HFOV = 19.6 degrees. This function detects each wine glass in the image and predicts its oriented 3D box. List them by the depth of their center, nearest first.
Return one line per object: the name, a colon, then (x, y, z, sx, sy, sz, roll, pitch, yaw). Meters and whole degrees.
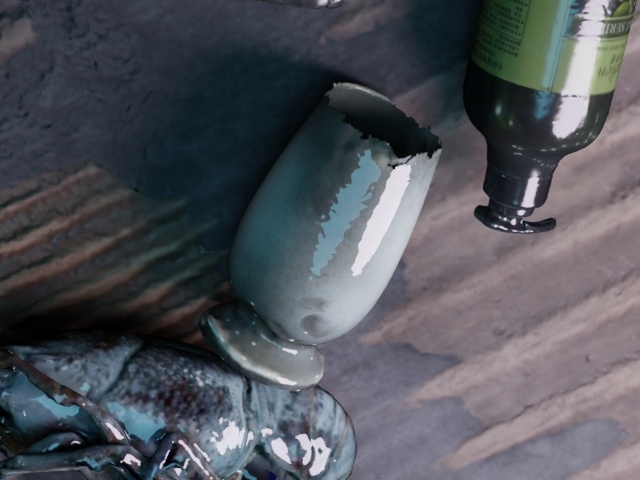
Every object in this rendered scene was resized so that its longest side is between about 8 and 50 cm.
wine glass: (0.000, 0.000, 1.271, 0.111, 0.111, 0.204, 24, 111, -14)

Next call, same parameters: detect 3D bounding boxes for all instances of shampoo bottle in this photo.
shampoo bottle: (0.153, -0.135, 1.233, 0.101, 0.101, 0.284, 8, 113, -8)

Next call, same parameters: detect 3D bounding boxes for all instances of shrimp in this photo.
shrimp: (-0.148, 0.140, 1.287, 0.372, 0.172, 0.137, 4, 118, -15)

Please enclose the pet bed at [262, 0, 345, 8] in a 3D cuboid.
pet bed: (-0.063, -0.255, 1.121, 0.210, 0.183, 0.159, 11, 118, -7)
